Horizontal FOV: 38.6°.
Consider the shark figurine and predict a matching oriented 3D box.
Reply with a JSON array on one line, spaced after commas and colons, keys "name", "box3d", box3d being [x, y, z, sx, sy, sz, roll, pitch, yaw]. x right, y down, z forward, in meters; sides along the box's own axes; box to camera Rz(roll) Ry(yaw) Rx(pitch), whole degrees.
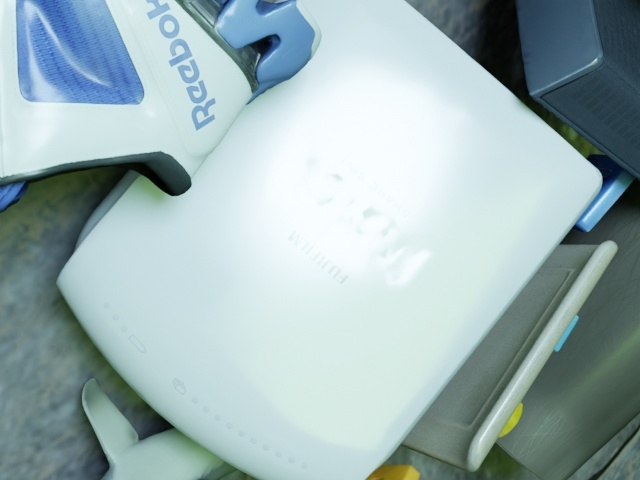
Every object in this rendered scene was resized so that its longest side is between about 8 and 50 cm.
[{"name": "shark figurine", "box3d": [-0.087, 0.185, 0.680, 0.278, 0.166, 0.116, -3, 134, -45]}]

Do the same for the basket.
[{"name": "basket", "box3d": [0.219, 0.075, 0.745, 0.154, 0.204, 0.227, 41, 94, -4]}]

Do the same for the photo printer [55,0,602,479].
[{"name": "photo printer", "box3d": [0.000, 0.000, 0.611, 0.256, 0.107, 0.307, 41, 84, -4]}]

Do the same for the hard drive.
[{"name": "hard drive", "box3d": [0.210, -0.164, 0.654, 0.172, 0.054, 0.254, 30, 47, -28]}]

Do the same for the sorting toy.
[{"name": "sorting toy", "box3d": [0.117, 0.082, 0.664, 0.047, 0.196, 0.347, 42, 74, -15]}]

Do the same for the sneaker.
[{"name": "sneaker", "box3d": [-0.165, -0.119, 0.460, 0.316, 0.127, 0.182, 33, 80, -20]}]
